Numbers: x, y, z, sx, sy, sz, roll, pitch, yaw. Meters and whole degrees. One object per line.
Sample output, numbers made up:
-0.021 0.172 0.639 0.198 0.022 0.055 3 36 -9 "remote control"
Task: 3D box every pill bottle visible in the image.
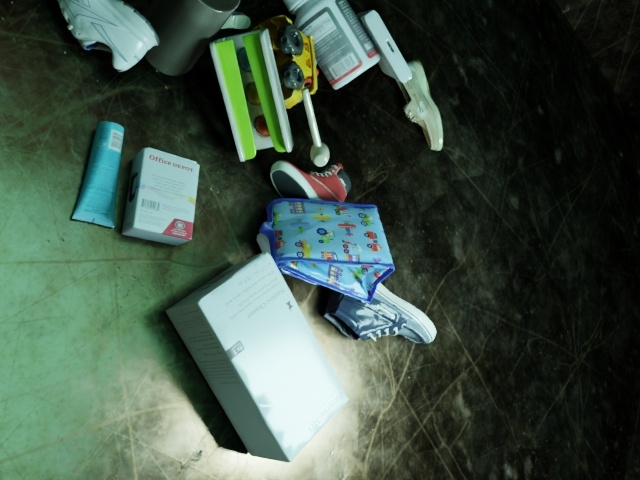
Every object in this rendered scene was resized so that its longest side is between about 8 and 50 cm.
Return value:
0.029 -0.583 1.504 0.161 0.161 0.283 -44 106 -37 "pill bottle"

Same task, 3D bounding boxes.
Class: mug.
-0.122 0.006 1.306 0.062 0.078 0.064 -33 91 -7 "mug"

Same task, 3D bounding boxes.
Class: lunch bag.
0.000 0.000 1.278 0.293 0.138 0.221 13 40 -21 "lunch bag"

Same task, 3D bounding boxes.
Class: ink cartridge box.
-0.334 -0.090 1.140 0.127 0.072 0.175 15 70 -35 "ink cartridge box"

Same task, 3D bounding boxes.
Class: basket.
-0.285 -0.504 1.188 0.154 0.227 0.204 18 67 -34 "basket"

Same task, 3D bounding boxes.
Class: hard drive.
0.173 -0.564 1.561 0.203 0.040 0.307 54 11 -19 "hard drive"

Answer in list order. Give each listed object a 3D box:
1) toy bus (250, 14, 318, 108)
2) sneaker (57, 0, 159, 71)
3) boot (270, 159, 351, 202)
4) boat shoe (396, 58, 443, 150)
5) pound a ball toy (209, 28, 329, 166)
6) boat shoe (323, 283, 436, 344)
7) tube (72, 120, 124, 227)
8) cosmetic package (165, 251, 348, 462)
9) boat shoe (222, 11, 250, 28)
-0.076 -0.436 1.409 0.211 0.149 0.220 5 77 -54 "toy bus"
-0.480 -0.473 1.101 0.297 0.111 0.129 39 89 -8 "sneaker"
-0.018 -0.166 1.410 0.244 0.088 0.176 41 56 -33 "boot"
0.315 -0.427 1.743 0.098 0.109 0.302 -18 91 -1 "boat shoe"
-0.109 -0.323 1.263 0.136 0.208 0.319 -90 168 -65 "pound a ball toy"
0.153 0.219 1.432 0.340 0.127 0.158 37 63 -16 "boat shoe"
-0.439 -0.135 1.088 0.080 0.052 0.207 13 76 -31 "tube"
-0.129 0.250 1.163 0.217 0.156 0.385 -38 102 -40 "cosmetic package"
-0.243 -0.561 1.358 0.137 0.049 0.043 -9 42 -37 "boat shoe"
